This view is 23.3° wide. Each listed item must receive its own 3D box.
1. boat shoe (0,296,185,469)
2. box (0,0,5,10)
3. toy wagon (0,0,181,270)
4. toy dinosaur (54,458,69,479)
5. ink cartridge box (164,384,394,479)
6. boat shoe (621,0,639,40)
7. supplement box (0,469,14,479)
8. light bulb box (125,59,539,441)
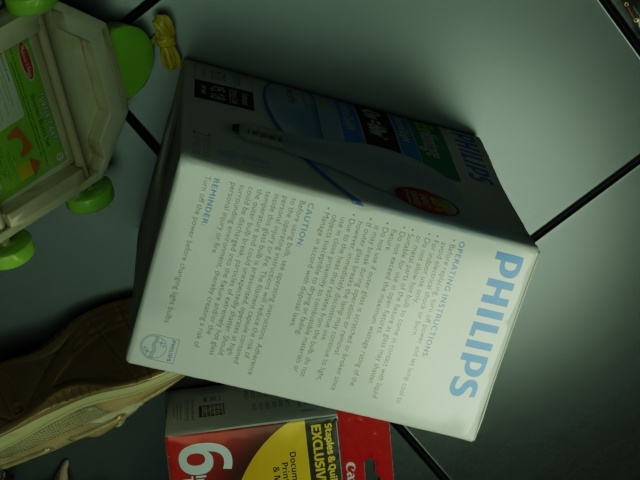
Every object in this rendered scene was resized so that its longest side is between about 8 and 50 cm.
[{"bbox_3d":[-0.272,0.167,1.814,0.341,0.122,0.110,-21,145,-4],"label":"boat shoe"},{"bbox_3d":[-0.506,-0.179,1.625,0.318,0.097,0.395,12,100,-14],"label":"box"},{"bbox_3d":[-0.292,-0.142,1.642,0.344,0.068,0.267,-38,133,-34],"label":"toy wagon"},{"bbox_3d":[-0.342,0.425,1.891,0.200,0.127,0.296,-6,105,5],"label":"toy dinosaur"},{"bbox_3d":[-0.036,0.328,1.870,0.271,0.130,0.310,-7,110,-3],"label":"ink cartridge box"},{"bbox_3d":[0.381,-0.233,1.747,0.042,0.049,0.133,-18,121,32],"label":"boat shoe"},{"bbox_3d":[-0.470,0.276,1.843,0.104,0.081,0.188,-42,108,10],"label":"supplement box"},{"bbox_3d":[0.000,0.000,1.633,0.361,0.358,0.225,14,110,-10],"label":"light bulb box"}]
